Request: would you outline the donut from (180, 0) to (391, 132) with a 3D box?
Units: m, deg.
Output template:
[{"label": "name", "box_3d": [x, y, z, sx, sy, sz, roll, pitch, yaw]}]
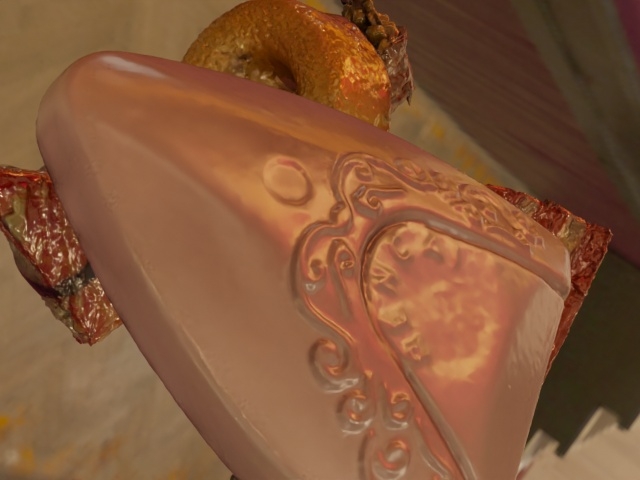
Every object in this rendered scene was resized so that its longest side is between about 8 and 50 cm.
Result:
[{"label": "donut", "box_3d": [-0.054, -0.148, 1.383, 0.278, 0.277, 0.108, -54, 148, 1]}]

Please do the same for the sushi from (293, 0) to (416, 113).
[{"label": "sushi", "box_3d": [0.043, -0.235, 1.704, 0.167, 0.179, 0.296, -42, -175, 2]}]

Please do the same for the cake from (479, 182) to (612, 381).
[{"label": "cake", "box_3d": [0.101, 0.094, 0.968, 0.160, 0.158, 0.262, -85, -158, -44]}]

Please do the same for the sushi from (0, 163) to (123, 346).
[{"label": "sushi", "box_3d": [-0.313, 0.015, 1.535, 0.124, 0.130, 0.332, -37, 128, -14]}]

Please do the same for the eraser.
[{"label": "eraser", "box_3d": [-0.003, 0.008, 0.494, 0.059, 0.243, 0.204, -34, -156, 47]}]
